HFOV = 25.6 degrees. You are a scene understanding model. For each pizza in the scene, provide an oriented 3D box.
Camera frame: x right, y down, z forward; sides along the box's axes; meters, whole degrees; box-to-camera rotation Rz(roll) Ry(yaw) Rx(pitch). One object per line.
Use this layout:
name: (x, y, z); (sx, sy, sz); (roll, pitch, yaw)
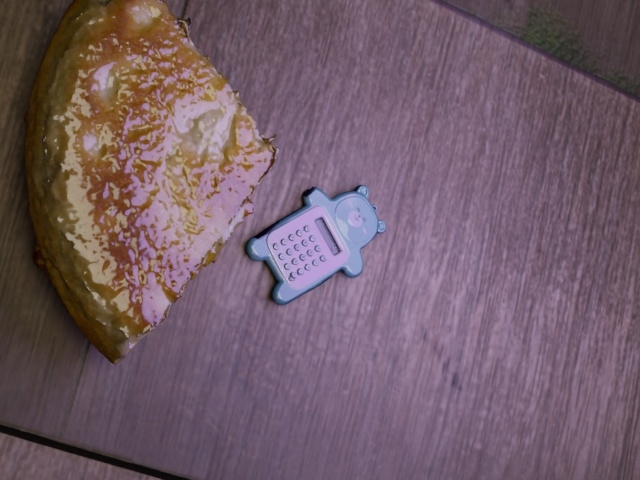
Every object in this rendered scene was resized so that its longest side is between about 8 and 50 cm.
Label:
pizza: (-0.145, -0.063, 1.209); (0.226, 0.086, 0.336); (0, 84, -31)

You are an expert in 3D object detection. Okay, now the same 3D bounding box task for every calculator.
calculator: (0.000, 0.000, 1.306); (0.141, 0.019, 0.094); (-31, 94, -26)
